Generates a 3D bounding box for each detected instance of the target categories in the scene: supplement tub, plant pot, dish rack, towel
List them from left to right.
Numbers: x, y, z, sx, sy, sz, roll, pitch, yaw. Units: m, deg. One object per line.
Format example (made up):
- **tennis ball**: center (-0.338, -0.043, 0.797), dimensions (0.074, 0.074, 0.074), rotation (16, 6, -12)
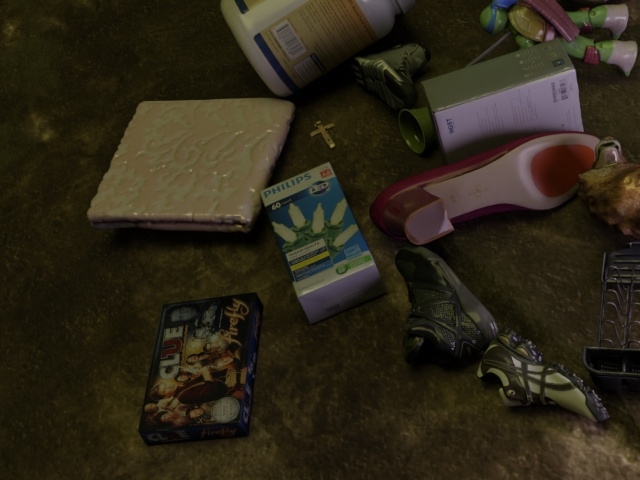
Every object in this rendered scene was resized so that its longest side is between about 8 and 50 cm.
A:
- **towel**: center (-0.229, -0.139, 1.932), dimensions (0.317, 0.053, 0.331), rotation (1, 46, 16)
- **supplement tub**: center (-0.003, -0.439, 1.995), dimensions (0.316, 0.228, 0.228), rotation (-31, 45, 8)
- **plant pot**: center (0.191, -0.203, 1.857), dimensions (0.079, 0.083, 0.083), rotation (-24, 44, -19)
- **dish rack**: center (0.480, 0.095, 1.477), dimensions (0.208, 0.074, 0.271), rotation (1, 49, 20)

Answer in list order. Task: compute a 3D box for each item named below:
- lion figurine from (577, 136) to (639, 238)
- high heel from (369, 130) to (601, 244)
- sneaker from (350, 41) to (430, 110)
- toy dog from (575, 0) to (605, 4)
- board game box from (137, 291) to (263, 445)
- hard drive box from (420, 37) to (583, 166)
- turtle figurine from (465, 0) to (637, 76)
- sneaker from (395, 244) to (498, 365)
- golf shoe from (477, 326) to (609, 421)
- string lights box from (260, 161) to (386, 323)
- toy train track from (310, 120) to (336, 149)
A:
- **lion figurine**: center (0.567, -0.050, 1.529), dimensions (0.392, 0.240, 0.142), rotation (13, 94, 11)
- **high heel**: center (0.262, -0.103, 1.722), dimensions (0.377, 0.127, 0.181), rotation (-18, 19, -14)
- **sneaker**: center (0.154, -0.314, 1.938), dimensions (0.132, 0.086, 0.228), rotation (-25, 31, -11)
- **toy dog**: center (0.485, -0.615, 2.011), dimensions (0.395, 0.284, 0.408), rotation (-41, 45, 8)
- **board game box**: center (-0.183, 0.196, 1.655), dimensions (0.165, 0.042, 0.243), rotation (-9, 48, 14)
- **hard drive box**: center (0.300, -0.204, 1.738), dimensions (0.232, 0.181, 0.089), rotation (-17, 46, 5)
- **turtle figurine**: center (0.398, -0.330, 1.870), dimensions (0.266, 0.274, 0.198), rotation (1, 24, -4)
- **sneaker**: center (0.152, 0.099, 1.586), dimensions (0.130, 0.087, 0.227), rotation (-27, 51, -13)
- **golf shoe**: center (0.301, 0.205, 1.458), dimensions (0.094, 0.077, 0.198), rotation (-52, 48, -3)
- **string lights box**: center (0.000, 0.000, 1.738), dimensions (0.133, 0.076, 0.259), rotation (-23, 46, 1)
- **toy train track**: center (0.008, -0.197, 1.956), dimensions (0.048, 0.014, 0.083), rotation (-26, 46, -3)
